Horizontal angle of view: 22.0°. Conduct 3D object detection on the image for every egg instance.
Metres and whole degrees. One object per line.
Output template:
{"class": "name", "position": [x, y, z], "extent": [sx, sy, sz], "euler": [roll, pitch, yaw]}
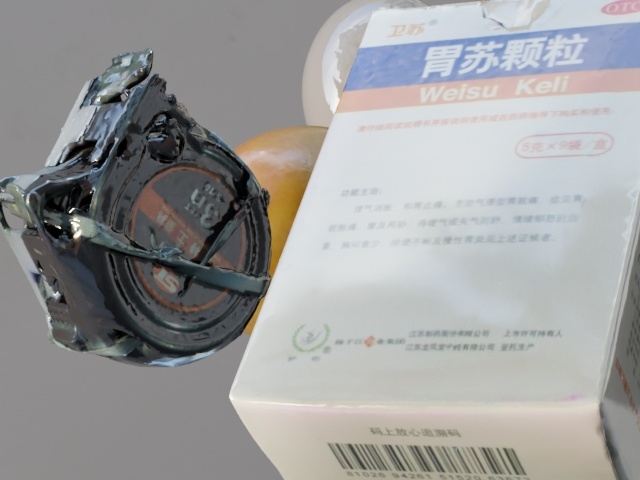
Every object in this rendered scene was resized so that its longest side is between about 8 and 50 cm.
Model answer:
{"class": "egg", "position": [0.055, -0.144, 1.533], "extent": [0.146, 0.146, 0.198], "euler": [53, -135, -44]}

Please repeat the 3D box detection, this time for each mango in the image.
{"class": "mango", "position": [-0.001, -0.006, 1.151], "extent": [0.221, 0.120, 0.151], "euler": [-12, -80, -55]}

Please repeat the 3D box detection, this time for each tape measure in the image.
{"class": "tape measure", "position": [-0.061, -0.003, 0.559], "extent": [0.091, 0.054, 0.094], "euler": [-52, -59, -29]}

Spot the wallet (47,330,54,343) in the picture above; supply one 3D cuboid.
{"class": "wallet", "position": [-0.188, 0.020, 1.364], "extent": [0.026, 0.088, 0.129], "euler": [32, -59, -7]}

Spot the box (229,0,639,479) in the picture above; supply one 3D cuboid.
{"class": "box", "position": [0.096, -0.001, 0.907], "extent": [0.106, 0.200, 0.299], "euler": [60, -141, -43]}
